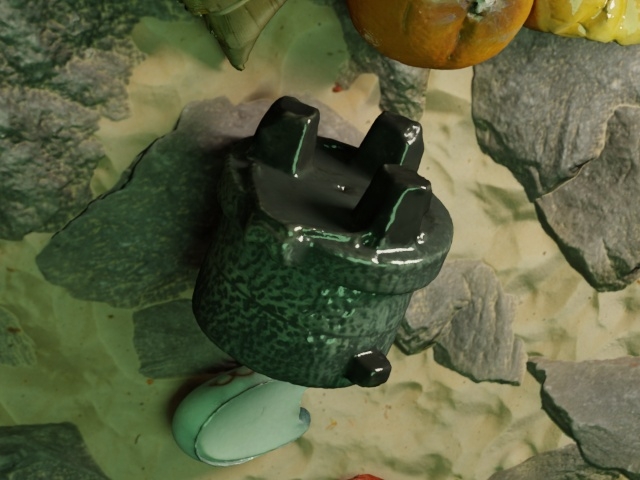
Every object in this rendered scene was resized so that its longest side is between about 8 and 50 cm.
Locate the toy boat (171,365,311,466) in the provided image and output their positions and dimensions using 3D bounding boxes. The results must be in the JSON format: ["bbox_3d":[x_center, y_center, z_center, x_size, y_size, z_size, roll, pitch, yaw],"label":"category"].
[{"bbox_3d":[-0.099,0.213,2.113,0.207,0.079,0.134,-16,132,-32],"label":"toy boat"}]

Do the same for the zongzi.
[{"bbox_3d":[-0.054,-0.280,1.814,0.194,0.099,0.197,-19,136,12],"label":"zongzi"}]

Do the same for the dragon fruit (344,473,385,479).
[{"bbox_3d":[0.097,0.391,2.288,0.083,0.106,0.162,-29,124,-12],"label":"dragon fruit"}]

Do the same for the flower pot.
[{"bbox_3d":[0.000,0.000,1.887,0.299,0.299,0.283,7,120,-31],"label":"flower pot"}]

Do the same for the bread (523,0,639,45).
[{"bbox_3d":[0.371,-0.323,1.997,0.294,0.132,0.167,-1,109,-27],"label":"bread"}]

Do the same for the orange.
[{"bbox_3d":[0.137,-0.292,1.874,0.224,0.170,0.224,-12,120,-22],"label":"orange"}]
